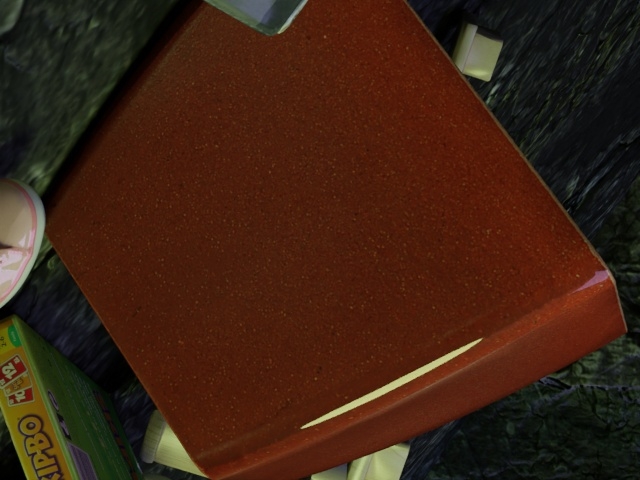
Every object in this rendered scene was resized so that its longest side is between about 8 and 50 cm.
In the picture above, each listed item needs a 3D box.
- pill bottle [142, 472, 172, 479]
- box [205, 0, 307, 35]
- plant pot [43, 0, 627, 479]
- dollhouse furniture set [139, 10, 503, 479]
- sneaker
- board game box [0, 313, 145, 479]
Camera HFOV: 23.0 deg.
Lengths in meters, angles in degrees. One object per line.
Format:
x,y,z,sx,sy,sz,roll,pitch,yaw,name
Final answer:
-0.182,0.243,1.164,0.136,0.136,0.245,-53,164,15,pill bottle
-0.009,-0.268,0.284,0.395,0.097,0.318,-53,140,11,box
0.000,0.000,0.914,0.235,0.267,0.267,-36,165,4,plant pot
0.002,0.014,1.130,0.303,0.173,0.356,-83,-169,-72,dollhouse furniture set
-0.193,0.024,0.776,0.134,0.051,0.070,-47,170,8,sneaker
-0.153,0.137,1.021,0.039,0.124,0.259,-25,162,1,board game box
